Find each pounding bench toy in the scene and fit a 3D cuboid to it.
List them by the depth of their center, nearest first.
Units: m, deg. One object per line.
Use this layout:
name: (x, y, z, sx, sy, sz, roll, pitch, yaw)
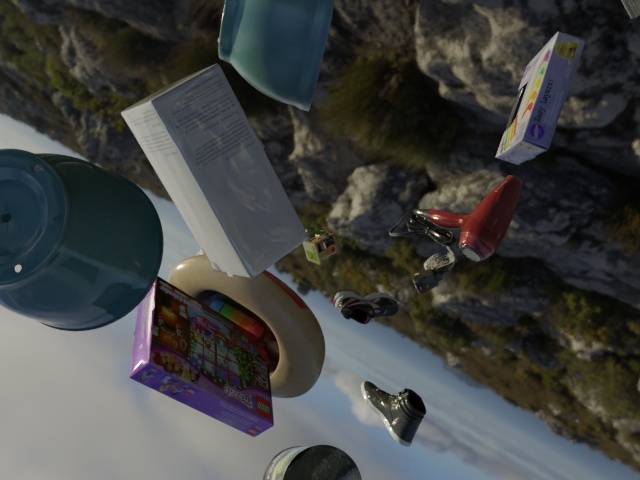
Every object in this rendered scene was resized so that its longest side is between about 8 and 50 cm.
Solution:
pounding bench toy: (0.000, 0.000, 1.503, 0.052, 0.065, 0.083, 18, 131, 52)

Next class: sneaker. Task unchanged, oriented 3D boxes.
sneaker: (0.117, 0.178, 1.659, 0.178, 0.072, 0.077, 4, -144, -25)
sneaker: (0.251, 0.533, 2.223, 0.105, 0.147, 0.296, 25, -166, -37)

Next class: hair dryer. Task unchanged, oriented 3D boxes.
hair dryer: (0.279, -0.042, 1.356, 0.080, 0.294, 0.223, 47, -160, -44)

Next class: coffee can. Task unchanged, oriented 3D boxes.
coffee can: (-0.027, 0.625, 1.692, 0.201, 0.201, 0.275, 31, 157, -3)

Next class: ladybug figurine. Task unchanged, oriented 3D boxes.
ladybug figurine: (-0.169, 0.181, 1.568, 0.449, 0.305, 0.162, 33, -145, 17)

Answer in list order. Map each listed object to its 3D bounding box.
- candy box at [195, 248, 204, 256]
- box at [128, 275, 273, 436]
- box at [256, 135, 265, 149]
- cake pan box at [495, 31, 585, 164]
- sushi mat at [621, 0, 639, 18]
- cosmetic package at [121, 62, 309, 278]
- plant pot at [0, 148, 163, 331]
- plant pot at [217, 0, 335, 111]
candy box: (-0.303, 0.126, 1.859, 0.159, 0.233, 0.071, 17, -140, -28)
box: (-0.209, 0.215, 1.223, 0.293, 0.057, 0.201, 38, -153, -35)
box: (-0.240, -0.226, 1.865, 0.137, 0.126, 0.072, -13, 135, 29)
cake pan box: (0.486, -0.307, 1.496, 0.070, 0.245, 0.267, 21, -179, 3)
sushi mat: (0.555, -0.569, 1.188, 0.316, 0.151, 0.019, 49, -165, -23)
cosmetic package: (-0.199, -0.121, 1.259, 0.197, 0.155, 0.365, 7, 130, 57)
plant pot: (-0.402, -0.009, 0.971, 0.272, 0.271, 0.255, 30, 174, 10)
plant pot: (-0.086, -0.415, 1.284, 0.196, 0.293, 0.293, 12, 175, -5)
